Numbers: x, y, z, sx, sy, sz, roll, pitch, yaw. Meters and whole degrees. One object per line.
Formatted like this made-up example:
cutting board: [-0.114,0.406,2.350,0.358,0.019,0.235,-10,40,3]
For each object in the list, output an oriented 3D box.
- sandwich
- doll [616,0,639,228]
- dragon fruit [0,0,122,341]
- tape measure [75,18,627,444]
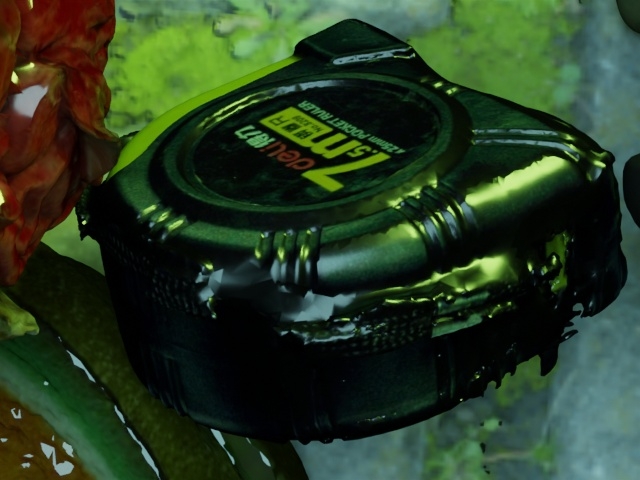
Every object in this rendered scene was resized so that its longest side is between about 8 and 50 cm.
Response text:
sandwich: [-0.108,0.107,0.770,0.160,0.109,0.185,-43,83,16]
doll: [0.297,-0.062,0.707,0.378,0.252,0.382,-11,87,1]
dragon fruit: [-0.226,-0.086,0.654,0.342,0.277,0.277,41,85,15]
tape measure: [0.000,0.000,0.722,0.186,0.199,0.112,-24,122,-28]
